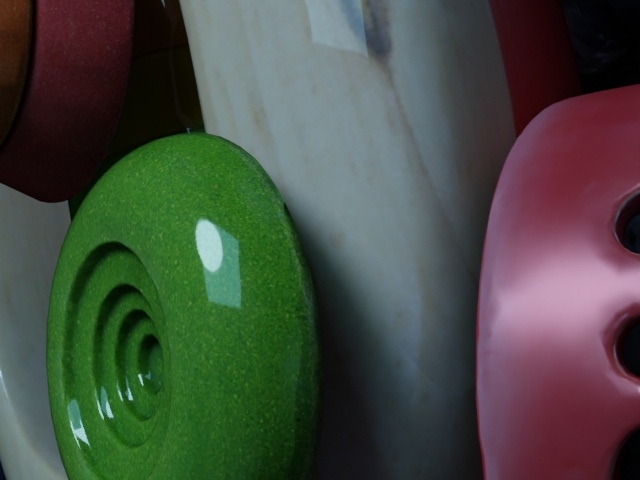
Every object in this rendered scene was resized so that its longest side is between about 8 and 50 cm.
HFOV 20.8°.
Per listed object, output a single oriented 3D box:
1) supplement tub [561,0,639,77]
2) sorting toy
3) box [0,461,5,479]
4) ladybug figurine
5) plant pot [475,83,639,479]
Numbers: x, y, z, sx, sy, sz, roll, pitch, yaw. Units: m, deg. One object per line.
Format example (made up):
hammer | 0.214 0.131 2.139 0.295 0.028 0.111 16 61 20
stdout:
supplement tub | 0.073 -0.121 0.773 0.198 0.106 0.106 -1 52 42
sorting toy | -0.091 0.017 0.468 0.365 0.126 0.127 62 139 36
box | -0.207 0.096 0.855 0.225 0.036 0.136 -43 37 -1
ladybug figurine | -0.019 -0.033 0.621 0.305 0.162 0.449 -31 65 53
plant pot | 0.155 0.045 0.470 0.174 0.191 0.191 -5 49 27
